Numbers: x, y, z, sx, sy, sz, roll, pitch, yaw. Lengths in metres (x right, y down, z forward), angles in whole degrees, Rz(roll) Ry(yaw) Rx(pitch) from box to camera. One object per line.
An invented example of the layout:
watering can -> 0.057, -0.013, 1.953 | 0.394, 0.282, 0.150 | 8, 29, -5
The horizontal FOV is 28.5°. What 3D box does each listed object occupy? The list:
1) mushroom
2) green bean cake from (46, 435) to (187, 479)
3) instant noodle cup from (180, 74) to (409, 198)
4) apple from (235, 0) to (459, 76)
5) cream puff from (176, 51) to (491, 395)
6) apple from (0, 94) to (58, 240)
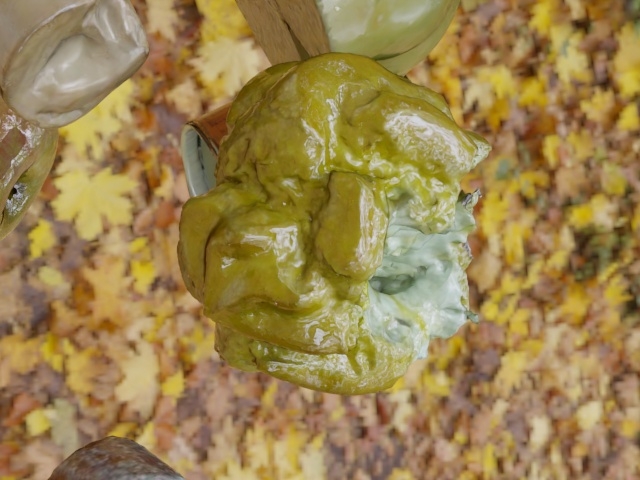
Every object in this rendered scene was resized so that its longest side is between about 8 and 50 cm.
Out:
mushroom -> -0.231, -0.220, 0.843 | 0.292, 0.292, 0.290 | 22, 27, -51
green bean cake -> -0.104, 0.241, 0.683 | 0.198, 0.097, 0.233 | -40, 120, -20
instant noodle cup -> -0.016, -0.057, 1.375 | 0.214, 0.296, 0.296 | -19, 102, -16
apple -> -0.047, -0.280, 1.008 | 0.311, 0.320, 0.360 | -19, 78, -51
cream puff -> -0.005, -0.003, 0.774 | 0.221, 0.194, 0.195 | 83, 26, -44
apple -> -0.440, -0.113, 1.467 | 0.234, 0.257, 0.257 | 35, 46, -2
